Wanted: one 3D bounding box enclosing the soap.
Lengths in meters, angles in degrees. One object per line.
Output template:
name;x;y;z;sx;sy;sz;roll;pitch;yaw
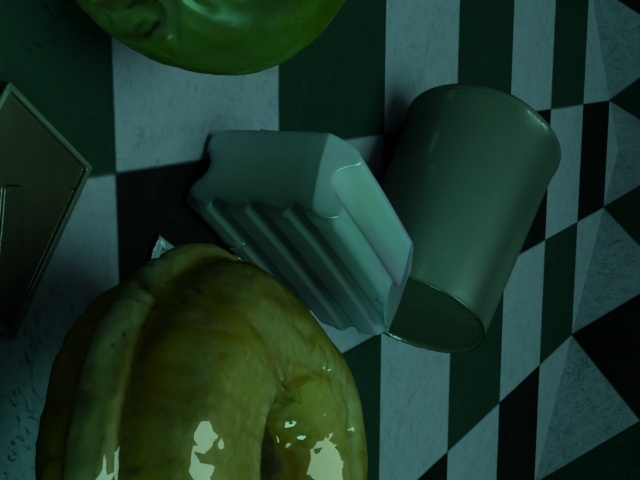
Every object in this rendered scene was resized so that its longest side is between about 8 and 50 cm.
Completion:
soap;0.000;0.000;1.302;0.347;0.208;0.115;54;49;-51

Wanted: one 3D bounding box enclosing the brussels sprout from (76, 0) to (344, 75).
brussels sprout;-0.097;-0.323;0.947;0.344;0.268;0.344;-10;122;-17

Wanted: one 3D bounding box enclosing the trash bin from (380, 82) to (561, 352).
trash bin;0.225;-0.055;1.658;0.432;0.280;0.280;-65;147;-26

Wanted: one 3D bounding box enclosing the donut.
donut;-0.098;0.222;0.938;0.449;0.198;0.449;-7;90;-68

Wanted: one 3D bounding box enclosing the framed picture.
framed picture;-0.299;-0.027;0.940;0.150;0.015;0.203;53;49;-52

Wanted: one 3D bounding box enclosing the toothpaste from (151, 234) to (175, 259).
toothpaste;-0.147;0.060;1.232;0.218;0.033;0.052;42;55;-52
